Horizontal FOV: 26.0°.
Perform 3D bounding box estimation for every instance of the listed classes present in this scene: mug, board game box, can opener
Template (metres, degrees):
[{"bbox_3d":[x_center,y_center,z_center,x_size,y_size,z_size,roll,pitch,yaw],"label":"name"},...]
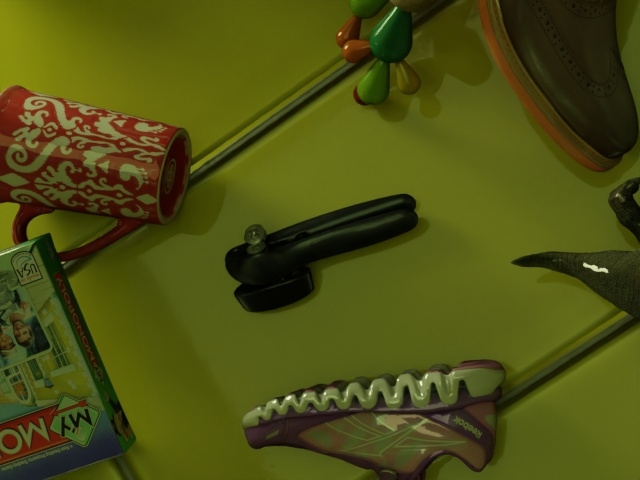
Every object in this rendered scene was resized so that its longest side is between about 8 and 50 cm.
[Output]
[{"bbox_3d":[-0.214,-0.060,1.290,0.169,0.113,0.150,11,123,11],"label":"mug"},{"bbox_3d":[-0.358,0.144,1.292,0.317,0.046,0.213,-20,98,12],"label":"board game box"},{"bbox_3d":[0.000,0.000,1.250,0.186,0.073,0.059,-24,40,8],"label":"can opener"}]

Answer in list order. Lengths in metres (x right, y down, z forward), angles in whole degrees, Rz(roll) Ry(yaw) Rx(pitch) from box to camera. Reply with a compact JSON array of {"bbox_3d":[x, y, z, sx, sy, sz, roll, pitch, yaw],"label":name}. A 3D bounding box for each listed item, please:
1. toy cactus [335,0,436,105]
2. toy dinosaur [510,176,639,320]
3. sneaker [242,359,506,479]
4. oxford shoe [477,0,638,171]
[{"bbox_3d":[0.084,-0.213,1.188,0.112,0.180,0.219,29,97,-5],"label":"toy cactus"},{"bbox_3d":[0.316,0.014,1.090,0.314,0.121,0.160,-3,63,-7],"label":"toy dinosaur"},{"bbox_3d":[0.049,0.169,1.199,0.236,0.095,0.104,-9,90,12],"label":"sneaker"},{"bbox_3d":[0.200,-0.228,1.124,0.133,0.130,0.363,-15,107,33],"label":"oxford shoe"}]
